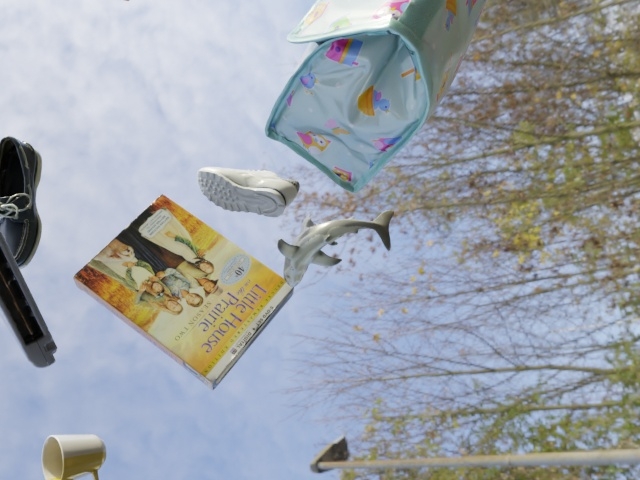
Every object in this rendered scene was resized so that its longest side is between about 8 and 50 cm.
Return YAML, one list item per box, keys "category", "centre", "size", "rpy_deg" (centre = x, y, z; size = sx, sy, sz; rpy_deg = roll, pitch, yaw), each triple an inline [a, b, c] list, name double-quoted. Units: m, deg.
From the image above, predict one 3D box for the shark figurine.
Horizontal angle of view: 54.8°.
- category: "shark figurine"
  centre: [0.012, -0.020, 1.316]
  size: [0.166, 0.278, 0.116]
  rpy_deg: [50, -161, -42]

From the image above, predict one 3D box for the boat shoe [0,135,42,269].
- category: "boat shoe"
  centre: [-0.580, -0.073, 1.168]
  size: [0.079, 0.095, 0.254]
  rpy_deg: [58, -148, -73]

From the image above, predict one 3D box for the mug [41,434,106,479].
- category: "mug"
  centre: [-0.310, 0.282, 0.785]
  size: [0.064, 0.062, 0.078]
  rpy_deg: [6, -102, -47]

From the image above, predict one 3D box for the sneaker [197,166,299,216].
- category: "sneaker"
  centre: [-0.162, -0.119, 1.359]
  size: [0.095, 0.235, 0.090]
  rpy_deg: [-54, -26, -41]

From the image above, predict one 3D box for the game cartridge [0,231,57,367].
- category: "game cartridge"
  centre: [-0.534, 0.055, 1.024]
  size: [0.062, 0.198, 0.297]
  rpy_deg: [-32, -53, -32]

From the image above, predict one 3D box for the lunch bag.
- category: "lunch bag"
  centre: [0.071, -0.204, 0.621]
  size: [0.160, 0.262, 0.223]
  rpy_deg: [33, -114, -3]

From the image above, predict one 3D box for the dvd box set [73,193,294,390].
- category: "dvd box set"
  centre: [-0.318, 0.109, 1.466]
  size: [0.420, 0.062, 0.307]
  rpy_deg: [35, -118, 13]
